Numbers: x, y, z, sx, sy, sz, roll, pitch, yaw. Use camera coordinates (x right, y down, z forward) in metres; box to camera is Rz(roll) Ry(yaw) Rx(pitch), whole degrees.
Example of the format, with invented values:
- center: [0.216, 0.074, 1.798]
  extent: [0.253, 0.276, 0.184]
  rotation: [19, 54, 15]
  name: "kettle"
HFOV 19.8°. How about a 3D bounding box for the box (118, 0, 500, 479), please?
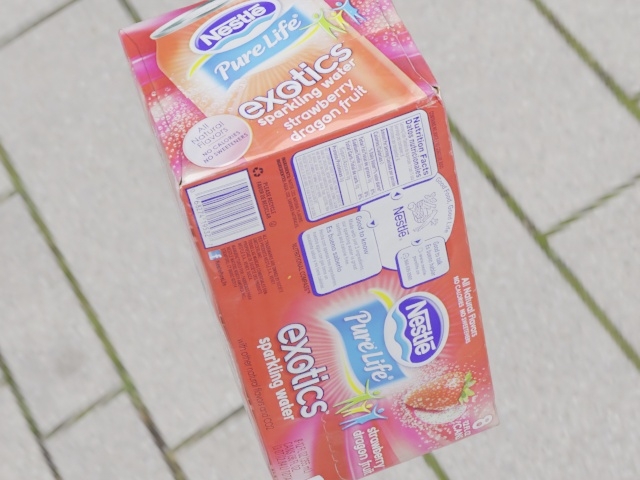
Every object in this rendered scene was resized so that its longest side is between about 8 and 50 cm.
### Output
- center: [0.000, 0.000, 0.922]
  extent: [0.128, 0.257, 0.123]
  rotation: [-20, 47, -4]
  name: "box"
